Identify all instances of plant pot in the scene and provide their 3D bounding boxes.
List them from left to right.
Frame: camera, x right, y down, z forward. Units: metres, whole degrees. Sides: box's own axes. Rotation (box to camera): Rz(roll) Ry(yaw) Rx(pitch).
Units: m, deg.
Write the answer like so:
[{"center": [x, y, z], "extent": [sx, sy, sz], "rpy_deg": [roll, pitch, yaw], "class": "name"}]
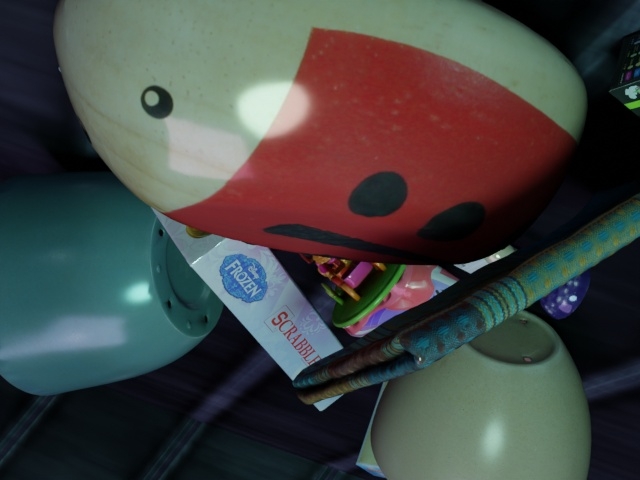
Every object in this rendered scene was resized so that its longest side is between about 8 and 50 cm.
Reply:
[{"center": [-0.263, 0.043, 1.335], "extent": [0.235, 0.293, 0.293], "rpy_deg": [-8, 148, 24], "class": "plant pot"}, {"center": [0.215, 0.194, 1.315], "extent": [0.284, 0.284, 0.191], "rpy_deg": [16, 123, 13], "class": "plant pot"}]

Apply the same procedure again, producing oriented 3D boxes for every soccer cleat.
[{"center": [0.098, 0.082, 1.359], "extent": [0.095, 0.083, 0.248], "rpy_deg": [20, 157, -9], "class": "soccer cleat"}]

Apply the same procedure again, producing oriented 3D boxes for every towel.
[{"center": [0.166, 0.015, 0.814], "extent": [0.040, 0.370, 0.271], "rpy_deg": [61, 158, 5], "class": "towel"}]

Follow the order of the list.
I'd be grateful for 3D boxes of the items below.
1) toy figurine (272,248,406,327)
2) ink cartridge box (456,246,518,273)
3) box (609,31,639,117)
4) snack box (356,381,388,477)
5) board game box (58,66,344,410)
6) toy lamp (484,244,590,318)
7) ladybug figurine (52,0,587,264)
[{"center": [0.000, 0.000, 1.247], "extent": [0.159, 0.130, 0.173], "rpy_deg": [41, 179, -14], "class": "toy figurine"}, {"center": [0.175, 0.013, 1.181], "extent": [0.115, 0.029, 0.063], "rpy_deg": [27, 159, -12], "class": "ink cartridge box"}, {"center": [0.260, -0.120, 0.742], "extent": [0.062, 0.052, 0.083], "rpy_deg": [31, 155, -25], "class": "box"}, {"center": [0.214, 0.282, 1.582], "extent": [0.321, 0.187, 0.060], "rpy_deg": [0, 151, 44], "class": "snack box"}, {"center": [-0.107, -0.014, 1.073], "extent": [0.319, 0.066, 0.318], "rpy_deg": [51, 177, 37], "class": "board game box"}, {"center": [0.151, -0.002, 1.098], "extent": [0.274, 0.080, 0.080], "rpy_deg": [27, 158, -14], "class": "toy lamp"}, {"center": [0.017, -0.078, 0.783], "extent": [0.449, 0.162, 0.305], "rpy_deg": [11, 166, -34], "class": "ladybug figurine"}]
